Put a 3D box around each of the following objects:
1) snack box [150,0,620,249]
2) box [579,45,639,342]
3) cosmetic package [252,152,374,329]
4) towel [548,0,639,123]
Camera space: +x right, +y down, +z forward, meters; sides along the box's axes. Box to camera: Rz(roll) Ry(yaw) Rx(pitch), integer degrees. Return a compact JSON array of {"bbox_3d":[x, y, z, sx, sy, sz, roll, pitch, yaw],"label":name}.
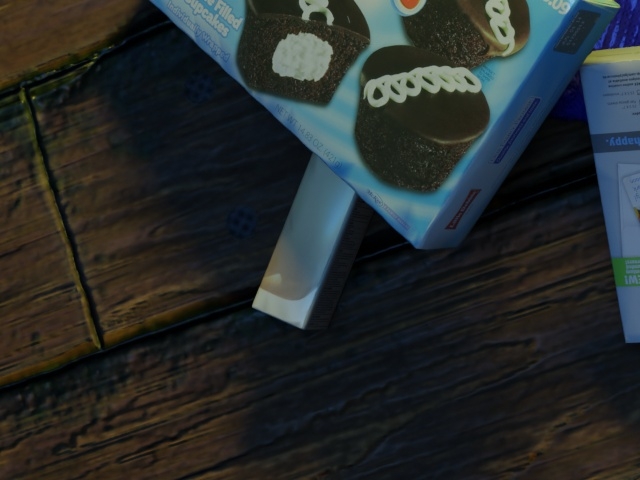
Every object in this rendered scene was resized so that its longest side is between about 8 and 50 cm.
[{"bbox_3d":[0.017,-0.165,1.260,0.322,0.060,0.187,43,114,28],"label":"snack box"},{"bbox_3d":[0.245,-0.031,1.212,0.145,0.038,0.186,-3,110,25],"label":"box"},{"bbox_3d":[0.000,0.000,1.315,0.041,0.060,0.115,23,93,16],"label":"cosmetic package"},{"bbox_3d":[0.192,-0.182,1.257,0.308,0.076,0.227,19,93,16],"label":"towel"}]
